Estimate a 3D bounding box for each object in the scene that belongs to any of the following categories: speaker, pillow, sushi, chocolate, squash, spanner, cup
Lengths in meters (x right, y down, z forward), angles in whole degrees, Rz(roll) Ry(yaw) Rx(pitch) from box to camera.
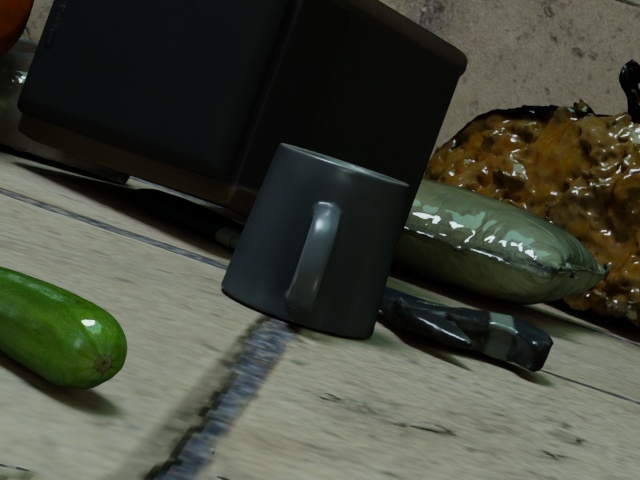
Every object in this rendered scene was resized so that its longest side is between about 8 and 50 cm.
[{"bbox_3d":[-0.054,-0.097,0.893,0.231,0.153,0.192,20,-1,42],"label":"speaker"},{"bbox_3d":[0.072,-0.014,1.051,0.302,0.075,0.185,17,6,23],"label":"pillow"},{"bbox_3d":[0.259,-0.044,1.212,0.207,0.234,0.348,13,2,-45],"label":"sushi"},{"bbox_3d":[-0.237,-0.121,1.066,0.157,0.080,0.254,16,6,-25],"label":"chocolate"},{"bbox_3d":[-0.090,0.022,0.400,0.089,0.027,0.027,21,6,36],"label":"squash"},{"bbox_3d":[-0.008,0.014,0.781,0.316,0.024,0.087,22,9,40],"label":"spanner"},{"bbox_3d":[0.000,0.000,0.647,0.078,0.077,0.100,18,6,-2],"label":"cup"}]

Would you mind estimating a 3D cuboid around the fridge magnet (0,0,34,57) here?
[{"bbox_3d":[-0.350,-0.227,0.855,0.364,0.155,0.363,30,31,-21],"label":"fridge magnet"}]
